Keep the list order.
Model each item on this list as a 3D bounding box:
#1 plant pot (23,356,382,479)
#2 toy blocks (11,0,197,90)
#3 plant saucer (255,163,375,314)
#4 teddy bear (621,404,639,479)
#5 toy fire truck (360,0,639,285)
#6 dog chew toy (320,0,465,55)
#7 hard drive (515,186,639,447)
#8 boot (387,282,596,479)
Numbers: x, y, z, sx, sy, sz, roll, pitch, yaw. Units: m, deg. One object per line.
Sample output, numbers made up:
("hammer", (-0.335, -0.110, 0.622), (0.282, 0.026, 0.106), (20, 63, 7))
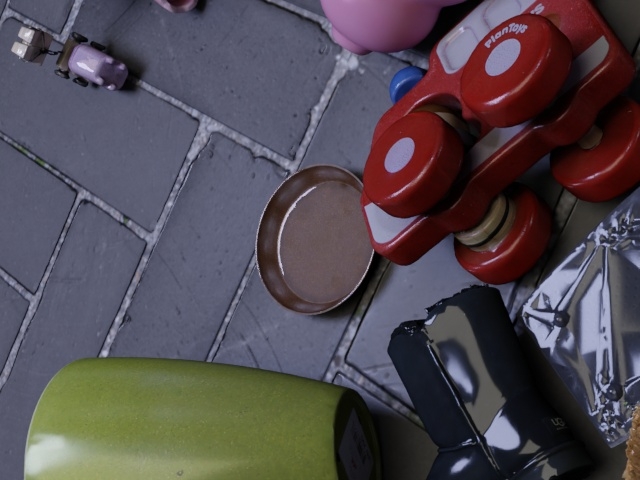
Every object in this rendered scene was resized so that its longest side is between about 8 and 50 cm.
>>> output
("plant pot", (-0.097, 0.234, 1.143), (0.294, 0.275, 0.274), (-11, 73, 20))
("toy blocks", (-0.265, -0.337, 1.353), (0.260, 0.289, 0.309), (30, 96, 44))
("plant saucer", (0.000, 0.000, 1.240), (0.168, 0.029, 0.168), (-9, 76, 38))
("teddy bear", (0.398, 0.199, 0.829), (0.338, 0.113, 0.245), (4, 109, 36))
("toy fire truck", (0.157, -0.123, 1.078), (0.302, 0.169, 0.254), (-42, 34, 24))
("dog chew toy", (0.114, -0.330, 1.120), (0.206, 0.207, 0.332), (52, 121, 33))
("hard drive", (0.307, 0.041, 0.970), (0.254, 0.054, 0.172), (-47, 56, 22))
("boot", (0.119, 0.183, 1.060), (0.246, 0.094, 0.207), (-47, 54, 29))
